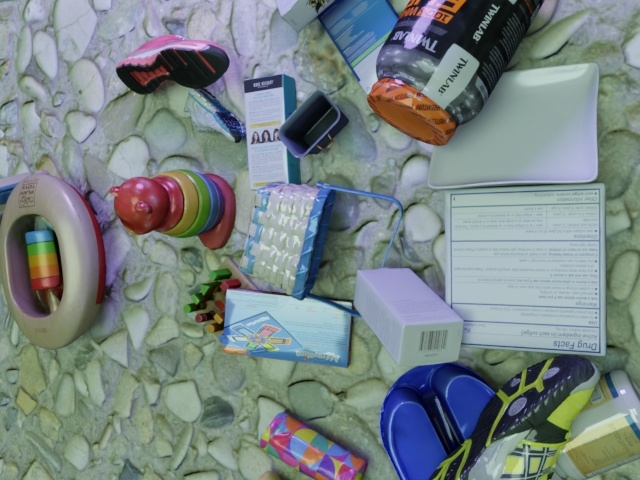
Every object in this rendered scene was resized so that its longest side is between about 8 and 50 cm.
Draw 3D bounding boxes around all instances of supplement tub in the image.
[{"bbox_3d":[0.234,-0.351,1.089,0.207,0.207,0.338,29,87,21],"label":"supplement tub"},{"bbox_3d":[0.470,0.326,1.082,0.199,0.144,0.144,-33,79,22],"label":"supplement tub"}]

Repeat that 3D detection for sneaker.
[{"bbox_3d":[-0.249,-0.273,1.438,0.191,0.071,0.083,46,116,25],"label":"sneaker"},{"bbox_3d":[0.327,0.353,1.026,0.147,0.145,0.385,40,96,0],"label":"sneaker"},{"bbox_3d":[-0.332,-0.430,1.426,0.313,0.116,0.136,2,57,31],"label":"sneaker"}]

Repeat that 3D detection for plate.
[{"bbox_3d":[0.346,-0.195,1.113,0.278,0.045,0.277,0,56,25],"label":"plate"}]

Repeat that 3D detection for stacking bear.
[{"bbox_3d":[-0.326,-0.075,1.352,0.175,0.289,0.164,35,106,20],"label":"stacking bear"}]

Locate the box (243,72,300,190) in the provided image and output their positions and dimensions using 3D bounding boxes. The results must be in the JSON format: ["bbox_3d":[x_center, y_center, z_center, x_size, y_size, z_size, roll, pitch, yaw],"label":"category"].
[{"bbox_3d":[-0.106,-0.234,1.370,0.100,0.060,0.244,-2,91,25],"label":"box"}]

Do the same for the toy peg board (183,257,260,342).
[{"bbox_3d":[-0.224,0.153,1.431,0.160,0.079,0.161,46,109,17],"label":"toy peg board"}]

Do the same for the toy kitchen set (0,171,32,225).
[{"bbox_3d":[-0.801,-0.046,1.689,0.166,0.122,0.207,34,126,19],"label":"toy kitchen set"}]

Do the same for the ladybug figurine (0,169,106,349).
[{"bbox_3d":[-0.666,0.045,1.584,0.305,0.162,0.450,-3,91,25],"label":"ladybug figurine"}]

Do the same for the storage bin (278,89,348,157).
[{"bbox_3d":[-0.002,-0.234,1.306,0.135,0.091,0.098,-44,75,20],"label":"storage bin"}]

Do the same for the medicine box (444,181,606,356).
[{"bbox_3d":[0.368,0.047,1.116,0.263,0.149,0.289,0,93,25],"label":"medicine box"}]

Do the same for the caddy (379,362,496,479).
[{"bbox_3d":[0.254,0.398,1.171,0.241,0.179,0.341,-25,81,1],"label":"caddy"}]

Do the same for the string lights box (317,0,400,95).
[{"bbox_3d":[0.091,-0.431,1.263,0.133,0.076,0.260,-35,78,22],"label":"string lights box"}]

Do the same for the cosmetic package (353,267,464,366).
[{"bbox_3d":[0.153,0.132,1.137,0.117,0.231,0.086,-1,110,-16],"label":"cosmetic package"}]

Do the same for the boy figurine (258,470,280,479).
[{"bbox_3d":[-0.070,0.654,1.375,0.177,0.092,0.285,-17,88,27],"label":"boy figurine"}]

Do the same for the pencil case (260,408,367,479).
[{"bbox_3d":[-0.017,0.460,1.341,0.236,0.104,0.104,25,102,24],"label":"pencil case"}]

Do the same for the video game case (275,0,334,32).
[{"bbox_3d":[0.001,-0.579,1.244,0.244,0.061,0.270,-37,48,22],"label":"video game case"}]

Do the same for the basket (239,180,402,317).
[{"bbox_3d":[0.000,0.000,1.258,0.288,0.201,0.255,19,105,10],"label":"basket"}]

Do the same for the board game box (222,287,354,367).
[{"bbox_3d":[-0.072,0.188,1.355,0.281,0.027,0.145,5,93,10],"label":"board game box"}]
